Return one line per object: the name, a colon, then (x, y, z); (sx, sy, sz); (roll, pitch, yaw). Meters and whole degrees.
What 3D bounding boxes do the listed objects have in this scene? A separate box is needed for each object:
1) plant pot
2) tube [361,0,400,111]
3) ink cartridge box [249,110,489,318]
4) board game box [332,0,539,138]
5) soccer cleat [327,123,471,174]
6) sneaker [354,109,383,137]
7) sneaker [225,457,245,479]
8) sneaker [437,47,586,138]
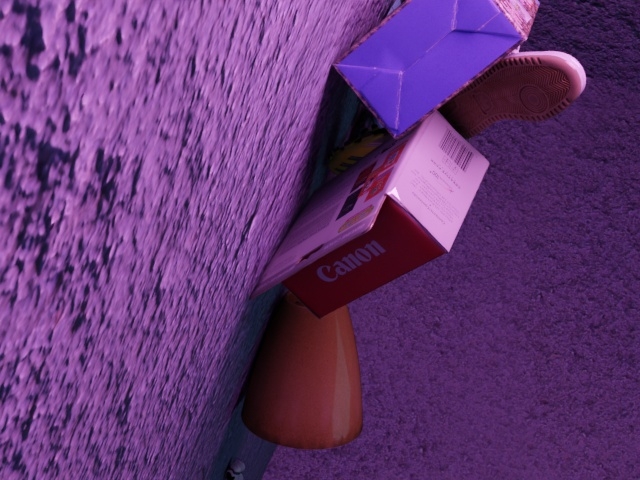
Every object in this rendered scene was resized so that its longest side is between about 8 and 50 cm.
plant pot: (-0.022, 0.228, 1.826); (0.237, 0.237, 0.254); (-51, 149, -69)
tube: (0.111, -0.317, 1.676); (0.207, 0.052, 0.080); (99, 10, -47)
ink cartridge box: (0.068, -0.012, 1.444); (0.309, 0.130, 0.272); (-32, -159, 48)
board game box: (0.178, -0.304, 1.405); (0.232, 0.141, 0.291); (-37, -172, 27)
soccer cleat: (0.123, -0.139, 1.585); (0.289, 0.121, 0.093); (-18, -165, 46)
sneaker: (0.119, -0.245, 1.900); (0.125, 0.104, 0.262); (-46, -177, 26)
sneaker: (-0.200, 0.533, 2.183); (0.044, 0.040, 0.109); (-43, 158, -33)
sneaker: (0.295, -0.235, 1.370); (0.153, 0.099, 0.282); (-39, -167, -27)
